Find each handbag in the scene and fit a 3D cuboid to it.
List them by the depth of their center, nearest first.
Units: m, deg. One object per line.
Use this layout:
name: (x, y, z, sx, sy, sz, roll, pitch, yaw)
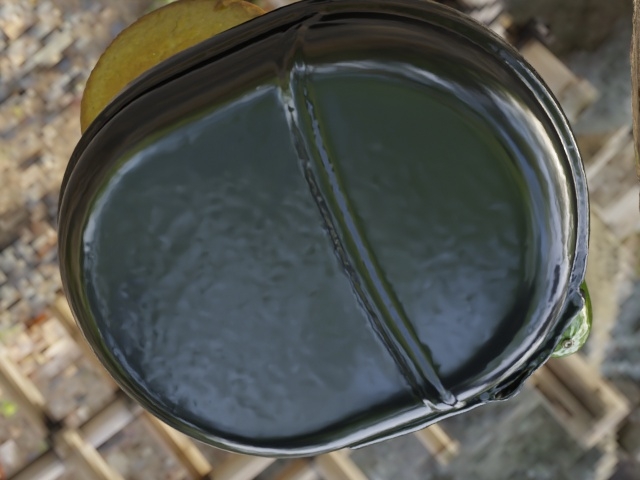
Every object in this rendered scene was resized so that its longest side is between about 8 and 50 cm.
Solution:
handbag: (-0.001, 0.001, 0.981, 0.308, 0.254, 0.093, -22, -166, 21)

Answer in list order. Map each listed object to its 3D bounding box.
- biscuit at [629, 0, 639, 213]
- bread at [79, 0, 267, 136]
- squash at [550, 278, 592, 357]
biscuit: (0.296, -0.136, 1.466, 0.381, 0.074, 0.359, 22, 70, -78)
bread: (-0.111, -0.108, 1.688, 0.268, 0.268, 0.146, -41, 150, -2)
squash: (0.150, 0.003, 1.332, 0.066, 0.252, 0.066, -7, 124, -10)
